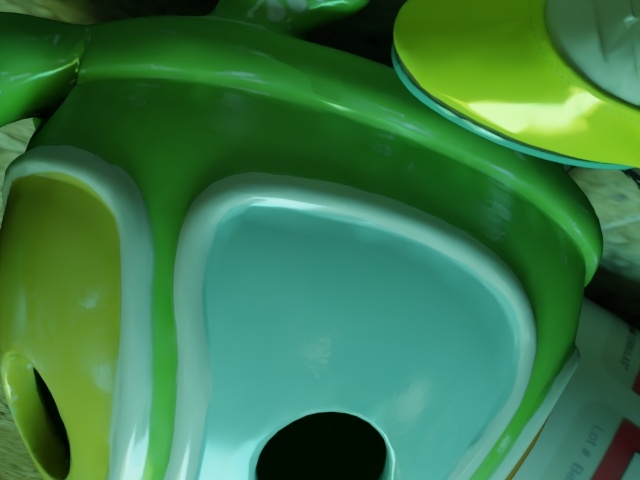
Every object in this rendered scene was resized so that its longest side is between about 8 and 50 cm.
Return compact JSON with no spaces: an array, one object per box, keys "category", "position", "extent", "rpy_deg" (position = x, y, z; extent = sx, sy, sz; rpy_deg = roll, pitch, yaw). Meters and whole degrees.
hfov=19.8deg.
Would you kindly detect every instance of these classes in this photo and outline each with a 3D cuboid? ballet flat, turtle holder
[{"category":"ballet flat","position":[0.141,-0.058,0.665],"extent":[0.231,0.077,0.077],"rpy_deg":[19,140,-18]},{"category":"turtle holder","position":[-0.038,0.019,0.762],"extent":[0.243,0.227,0.320],"rpy_deg":[-1,156,42]}]

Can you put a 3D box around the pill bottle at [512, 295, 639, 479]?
[{"category":"pill bottle","position":[0.234,0.225,0.983],"extent":[0.408,0.229,0.229],"rpy_deg":[34,161,0]}]
